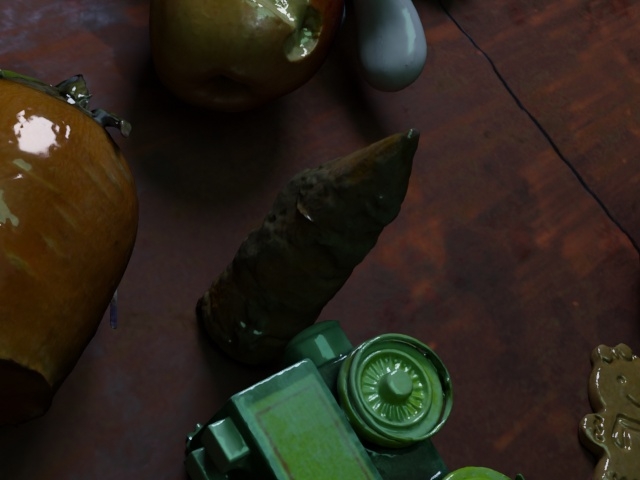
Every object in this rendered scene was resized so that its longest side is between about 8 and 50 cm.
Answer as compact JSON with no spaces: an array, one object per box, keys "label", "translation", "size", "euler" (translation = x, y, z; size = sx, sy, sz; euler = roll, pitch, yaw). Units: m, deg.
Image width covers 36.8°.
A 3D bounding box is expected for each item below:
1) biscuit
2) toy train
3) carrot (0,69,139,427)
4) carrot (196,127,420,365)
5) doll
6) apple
[{"label":"biscuit","translation":[0.324,0.196,0.982],"size":[0.133,0.027,0.184],"euler":[31,51,-8]},{"label":"toy train","translation":[0.030,0.198,0.732],"size":[0.188,0.159,0.271],"euler":[-23,75,-31]},{"label":"carrot","translation":[-0.228,-0.005,0.680],"size":[0.214,0.193,0.331],"euler":[26,53,-16]},{"label":"carrot","translation":[0.000,0.000,0.770],"size":[0.102,0.263,0.102],"euler":[23,43,-23]},{"label":"doll","translation":[0.052,-0.389,1.065],"size":[0.365,0.187,0.376],"euler":[-48,136,-54]},{"label":"apple","translation":[-0.076,-0.208,0.902],"size":[0.199,0.199,0.199],"euler":[14,56,-22]}]
